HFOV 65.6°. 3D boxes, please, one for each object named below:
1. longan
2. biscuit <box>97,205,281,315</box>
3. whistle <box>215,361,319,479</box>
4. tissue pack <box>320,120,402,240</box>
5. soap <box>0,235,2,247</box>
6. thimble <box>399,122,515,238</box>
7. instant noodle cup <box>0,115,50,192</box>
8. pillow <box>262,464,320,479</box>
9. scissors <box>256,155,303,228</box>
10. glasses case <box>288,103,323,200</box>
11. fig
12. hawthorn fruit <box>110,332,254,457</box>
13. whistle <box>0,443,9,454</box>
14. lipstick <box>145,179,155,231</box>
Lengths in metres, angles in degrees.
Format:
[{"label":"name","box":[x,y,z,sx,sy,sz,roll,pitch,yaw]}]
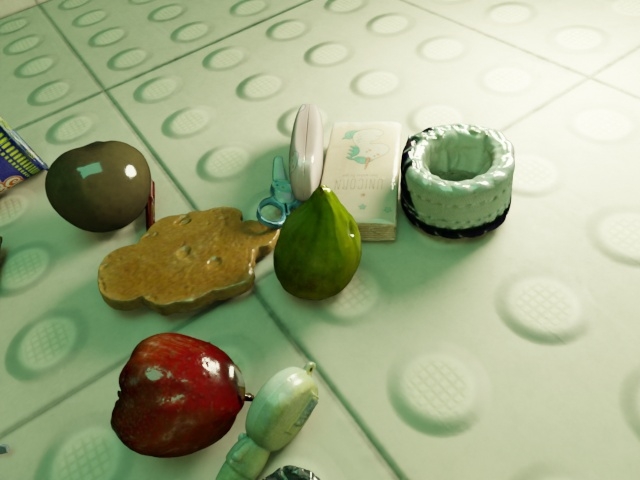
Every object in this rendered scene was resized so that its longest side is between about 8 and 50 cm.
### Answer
[{"label":"longan","box":[-0.479,-0.117,1.096,0.220,0.196,0.197,-33,51,-27]},{"label":"biscuit","box":[-0.260,0.035,1.012,0.376,0.051,0.269,-16,45,-7]},{"label":"whistle","box":[-0.082,0.287,0.720,0.067,0.126,0.258,30,74,30]},{"label":"tissue pack","box":[0.088,-0.137,1.083,0.170,0.071,0.325,1,50,10]},{"label":"soap","box":[-0.824,0.100,1.018,0.260,0.143,0.281,-19,53,-2]},{"label":"thimble","box":[0.274,-0.124,0.983,0.238,0.150,0.237,-5,48,5]},{"label":"instant noodle cup","box":[-0.896,-0.188,1.213,0.312,0.284,0.284,-43,54,-15]},{"label":"pillow","box":[-0.089,0.439,0.595,0.162,0.092,0.335,17,53,27]},{"label":"scissors","box":[-0.085,-0.110,1.106,0.125,0.030,0.256,7,39,-17]},{"label":"glasses case","box":[-0.031,-0.204,1.120,0.075,0.113,0.296,3,41,1]},{"label":"fig","box":[0.006,0.004,0.897,0.167,0.233,0.167,26,36,-21]},{"label":"hawthorn fruit","box":[-0.202,0.232,0.753,0.203,0.185,0.185,3,47,-9]},{"label":"whistle","box":[-0.548,0.346,0.813,0.084,0.029,0.033,-8,85,11]},{"label":"lipstick","box":[-0.398,-0.077,1.160,0.027,0.027,0.176,-16,49,-3]}]
